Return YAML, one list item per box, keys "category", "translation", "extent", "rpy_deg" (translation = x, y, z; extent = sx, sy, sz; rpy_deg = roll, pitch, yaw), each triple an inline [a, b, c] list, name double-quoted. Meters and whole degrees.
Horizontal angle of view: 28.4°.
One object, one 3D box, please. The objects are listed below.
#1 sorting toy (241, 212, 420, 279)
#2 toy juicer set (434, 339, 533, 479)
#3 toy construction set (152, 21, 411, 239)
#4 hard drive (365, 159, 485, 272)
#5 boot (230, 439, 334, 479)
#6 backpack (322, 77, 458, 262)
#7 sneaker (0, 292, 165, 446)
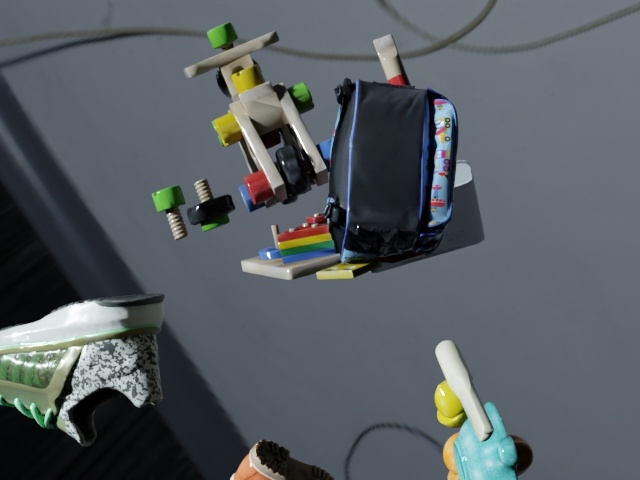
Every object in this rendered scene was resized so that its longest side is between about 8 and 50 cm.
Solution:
- category: "sorting toy"
  translation: [0.000, 0.000, 1.320]
  extent: [0.274, 0.132, 0.046]
  rpy_deg: [7, 110, 65]
- category: "toy juicer set"
  translation: [0.200, 0.232, 1.519]
  extent: [0.089, 0.209, 0.329]
  rpy_deg: [-12, 138, -3]
- category: "toy construction set"
  translation: [-0.041, -0.171, 1.512]
  extent: [0.309, 0.257, 0.237]
  rpy_deg: [-19, 91, 20]
- category: "hard drive"
  translation: [0.147, -0.030, 1.964]
  extent: [0.203, 0.307, 0.040]
  rpy_deg: [-16, 71, 5]
- category: "boot"
  translation: [-0.037, 0.318, 1.583]
  extent: [0.158, 0.059, 0.084]
  rpy_deg: [35, 122, -10]
- category: "backpack"
  translation: [0.063, -0.053, 1.199]
  extent: [0.117, 0.158, 0.173]
  rpy_deg: [5, 162, 0]
- category: "sneaker"
  translation: [-0.377, 0.204, 1.748]
  extent: [0.410, 0.158, 0.182]
  rpy_deg: [-21, 76, 30]
